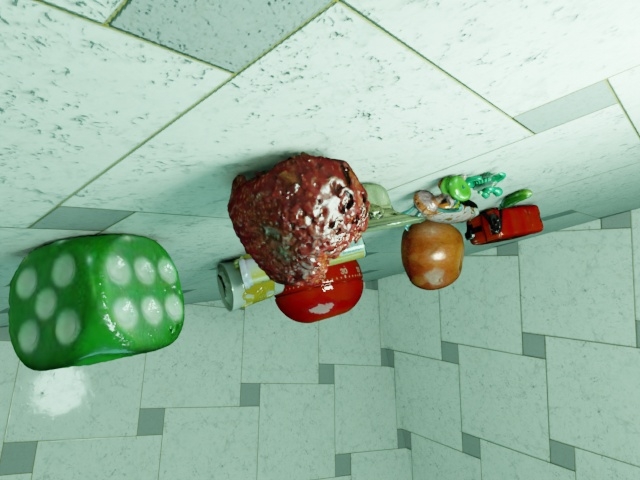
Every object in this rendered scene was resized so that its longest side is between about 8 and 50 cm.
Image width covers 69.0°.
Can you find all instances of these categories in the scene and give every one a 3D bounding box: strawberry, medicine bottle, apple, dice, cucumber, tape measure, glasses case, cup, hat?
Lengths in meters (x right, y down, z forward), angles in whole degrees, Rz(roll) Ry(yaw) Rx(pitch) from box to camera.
[{"bbox_3d":[-0.034,-0.028,0.859,0.274,0.220,0.274,-7,171,-1],"label":"strawberry"},{"bbox_3d":[-0.058,0.067,1.598,0.426,0.108,0.108,-13,170,-6],"label":"medicine bottle"},{"bbox_3d":[0.392,0.047,1.614,0.207,0.251,0.272,-5,159,19],"label":"apple"},{"bbox_3d":[-0.534,0.153,1.139,0.300,0.287,0.297,-14,169,22],"label":"dice"},{"bbox_3d":[0.606,-0.131,1.469,0.037,0.037,0.155,-7,168,-18],"label":"cucumber"},{"bbox_3d":[0.665,-0.055,1.736,0.253,0.113,0.260,-7,173,-21],"label":"tape measure"},{"bbox_3d":[0.387,-0.089,1.380,0.103,0.067,0.267,-16,168,36],"label":"glasses case"},{"bbox_3d":[-0.259,0.134,1.727,0.226,0.185,0.241,-11,140,-28],"label":"cup"},{"bbox_3d":[0.105,-0.074,1.055,0.252,0.109,0.252,-11,179,0],"label":"hat"}]

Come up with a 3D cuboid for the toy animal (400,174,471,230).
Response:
[{"bbox_3d":[0.295,-0.091,1.183,0.103,0.100,0.208,38,138,-14],"label":"toy animal"}]

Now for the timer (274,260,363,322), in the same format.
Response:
[{"bbox_3d":[-0.008,0.192,1.940,0.378,0.279,0.378,-13,170,-2],"label":"timer"}]

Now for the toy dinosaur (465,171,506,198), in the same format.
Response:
[{"bbox_3d":[0.403,-0.143,1.155,0.096,0.059,0.132,9,163,-31],"label":"toy dinosaur"}]
